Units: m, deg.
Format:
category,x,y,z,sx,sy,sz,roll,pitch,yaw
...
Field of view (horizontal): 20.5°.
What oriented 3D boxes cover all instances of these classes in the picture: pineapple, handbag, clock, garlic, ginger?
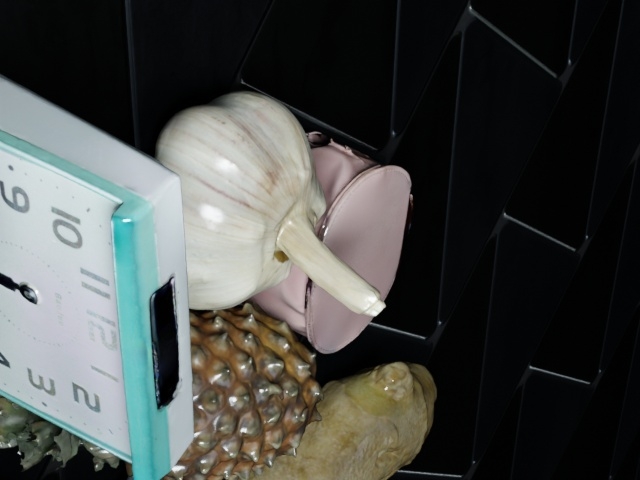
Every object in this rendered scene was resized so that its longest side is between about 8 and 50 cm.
category,x,y,z,sx,sy,sz,roll,pitch,yaw
pineapple,-0.151,0.142,1.504,0.361,0.175,0.175,-5,120,-49
handbag,-0.001,0.000,1.667,0.179,0.116,0.205,-34,142,-44
clock,-0.182,0.011,1.228,0.116,0.231,0.262,-46,150,-37
garlic,-0.041,-0.005,1.472,0.199,0.226,0.199,-45,154,-28
ginger,0.017,0.230,1.907,0.354,0.126,0.190,-40,167,-41

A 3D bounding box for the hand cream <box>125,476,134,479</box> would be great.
category,x,y,z,sx,sy,sz,roll,pitch,yaw
hand cream,-0.217,0.326,1.662,0.256,0.055,0.088,-55,145,-20
